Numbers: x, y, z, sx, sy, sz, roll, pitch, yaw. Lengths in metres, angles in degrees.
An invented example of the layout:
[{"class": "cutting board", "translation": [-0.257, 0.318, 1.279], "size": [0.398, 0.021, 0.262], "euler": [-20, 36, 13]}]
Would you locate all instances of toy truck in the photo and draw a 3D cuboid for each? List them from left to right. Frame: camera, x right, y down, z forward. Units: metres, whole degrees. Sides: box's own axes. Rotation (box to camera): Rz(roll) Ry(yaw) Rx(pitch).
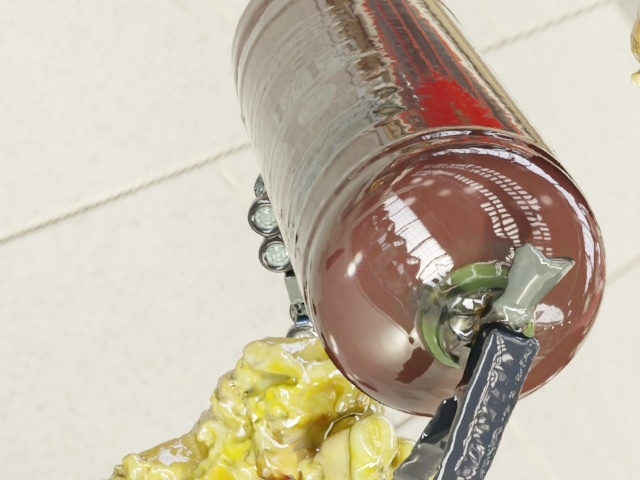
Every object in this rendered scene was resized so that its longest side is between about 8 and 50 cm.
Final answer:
[{"class": "toy truck", "translation": [0.000, 0.000, 1.355], "size": [0.074, 0.088, 0.201], "euler": [-86, 163, -67]}]

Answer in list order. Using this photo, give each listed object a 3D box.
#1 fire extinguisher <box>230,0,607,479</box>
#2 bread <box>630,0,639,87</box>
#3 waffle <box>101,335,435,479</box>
[{"class": "fire extinguisher", "translation": [0.034, -0.012, 0.731], "size": [0.114, 0.135, 0.337], "euler": [20, 19, -18]}, {"class": "bread", "translation": [0.258, -0.133, 0.810], "size": [0.236, 0.198, 0.120], "euler": [-21, 60, -32]}, {"class": "waffle", "translation": [-0.088, 0.186, 0.992], "size": [0.324, 0.261, 0.151], "euler": [-25, 65, -10]}]
